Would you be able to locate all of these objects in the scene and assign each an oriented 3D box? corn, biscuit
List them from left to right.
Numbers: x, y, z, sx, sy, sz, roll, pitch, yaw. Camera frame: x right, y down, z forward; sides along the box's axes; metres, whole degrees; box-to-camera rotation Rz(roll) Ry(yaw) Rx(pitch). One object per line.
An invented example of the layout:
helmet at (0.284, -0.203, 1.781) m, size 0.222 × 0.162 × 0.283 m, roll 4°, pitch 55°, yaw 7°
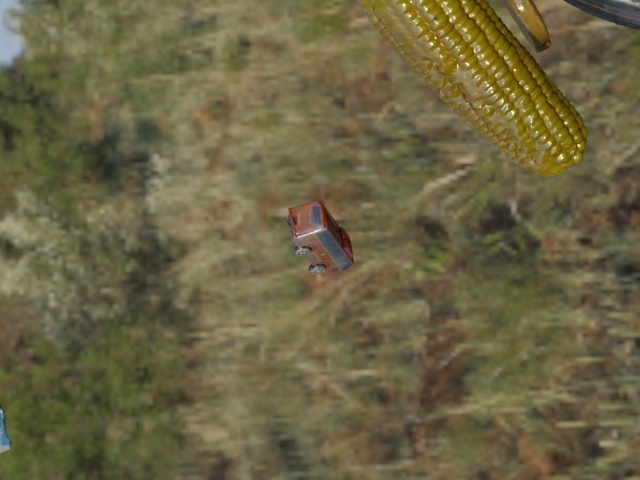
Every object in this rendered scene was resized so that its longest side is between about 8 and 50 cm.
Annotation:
corn at (0.171, -0.209, 1.539) m, size 0.120 × 0.363 × 0.120 m, roll -40°, pitch 20°, yaw 18°
biscuit at (0.233, -0.337, 1.712) m, size 0.225 × 0.036 × 0.166 m, roll 55°, pitch -172°, yaw -9°

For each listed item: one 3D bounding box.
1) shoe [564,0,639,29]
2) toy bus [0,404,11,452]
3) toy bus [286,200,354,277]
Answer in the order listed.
shoe at (0.438, -0.367, 1.556) m, size 0.237 × 0.384 × 0.171 m, roll 95°, pitch -163°, yaw -45°
toy bus at (-0.533, 0.238, 1.621) m, size 0.106 × 0.297 × 0.131 m, roll 19°, pitch 119°, yaw 49°
toy bus at (0.000, 0.000, 2.132) m, size 0.192 × 0.077 × 0.065 m, roll 51°, pitch -153°, yaw -64°
